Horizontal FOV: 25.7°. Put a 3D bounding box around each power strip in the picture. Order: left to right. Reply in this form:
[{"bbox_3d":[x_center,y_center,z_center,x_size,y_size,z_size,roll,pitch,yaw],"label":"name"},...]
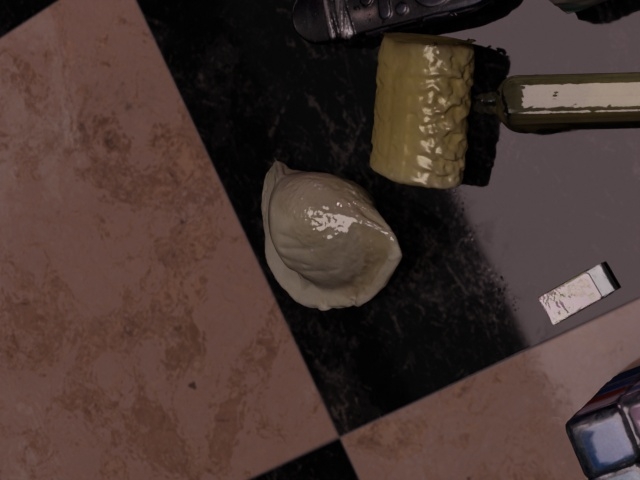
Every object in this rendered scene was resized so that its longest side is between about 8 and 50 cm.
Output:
[{"bbox_3d":[0.350,-0.149,1.512,0.388,0.092,0.066,2,91,22],"label":"power strip"}]

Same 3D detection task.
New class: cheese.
[{"bbox_3d":[0.117,-0.149,1.587,0.123,0.094,0.167,18,111,42],"label":"cheese"}]

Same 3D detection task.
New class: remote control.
[{"bbox_3d":[0.094,-0.281,1.630,0.266,0.066,0.090,-9,75,26],"label":"remote control"}]

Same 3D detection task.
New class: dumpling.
[{"bbox_3d":[0.003,0.002,1.646,0.216,0.126,0.166,16,114,17],"label":"dumpling"}]

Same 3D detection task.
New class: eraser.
[{"bbox_3d":[0.292,0.060,1.586,0.083,0.019,0.038,-31,80,20],"label":"eraser"}]

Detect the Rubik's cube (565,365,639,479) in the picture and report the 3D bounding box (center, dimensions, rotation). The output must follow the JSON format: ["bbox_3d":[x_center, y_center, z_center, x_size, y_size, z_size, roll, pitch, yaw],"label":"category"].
[{"bbox_3d":[0.447,0.237,1.390,0.287,0.293,0.291,-25,82,21],"label":"Rubik's cube"}]

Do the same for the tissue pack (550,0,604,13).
[{"bbox_3d":[0.365,-0.421,1.438,0.357,0.194,0.266,-19,85,20],"label":"tissue pack"}]
